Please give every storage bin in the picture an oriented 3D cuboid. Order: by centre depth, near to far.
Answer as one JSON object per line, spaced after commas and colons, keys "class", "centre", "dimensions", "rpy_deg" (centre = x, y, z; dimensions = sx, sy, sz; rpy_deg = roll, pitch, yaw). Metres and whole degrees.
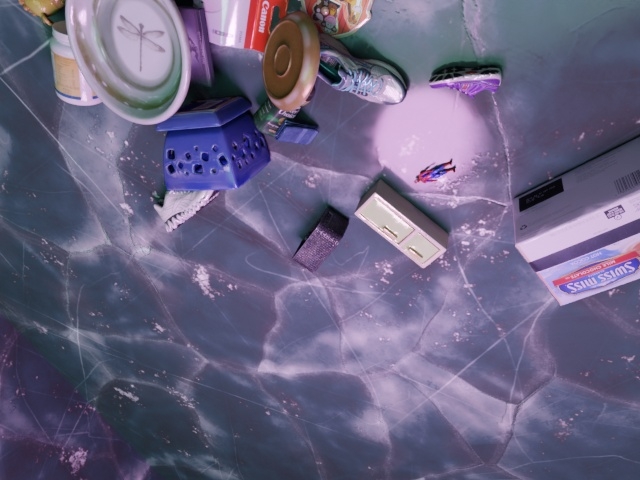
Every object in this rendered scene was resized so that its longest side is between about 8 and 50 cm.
{"class": "storage bin", "centre": [0.000, 0.000, 1.585], "dimensions": [0.084, 0.122, 0.180], "rpy_deg": [33, 129, -6]}

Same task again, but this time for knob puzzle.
{"class": "knob puzzle", "centre": [0.033, -0.573, 1.219], "dimensions": [0.213, 0.030, 0.213], "rpy_deg": [10, 127, 13]}

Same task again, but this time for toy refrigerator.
{"class": "toy refrigerator", "centre": [0.238, -0.046, 1.485], "dimensions": [0.269, 0.094, 0.102], "rpy_deg": [38, 128, -10]}

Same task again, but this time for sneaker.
{"class": "sneaker", "centre": [0.347, -0.376, 1.227], "dimensions": [0.169, 0.068, 0.071], "rpy_deg": [4, 131, 16]}
{"class": "sneaker", "centre": [0.079, -0.400, 1.262], "dimensions": [0.282, 0.122, 0.110], "rpy_deg": [23, 131, -5]}
{"class": "sneaker", "centre": [-0.442, -0.134, 1.665], "dimensions": [0.292, 0.110, 0.118], "rpy_deg": [-29, 102, 33]}

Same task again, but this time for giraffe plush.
{"class": "giraffe plush", "centre": [-0.755, -0.676, 1.358], "dimensions": [0.210, 0.182, 0.171], "rpy_deg": [-5, 145, 11]}

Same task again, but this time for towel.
{"class": "towel", "centre": [-0.066, -0.297, 1.409], "dimensions": [0.067, 0.119, 0.029], "rpy_deg": [-45, 60, 39]}

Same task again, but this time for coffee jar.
{"class": "coffee jar", "centre": [-0.098, -0.367, 1.372], "dimensions": [0.096, 0.079, 0.184], "rpy_deg": [12, 139, -36]}

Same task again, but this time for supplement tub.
{"class": "supplement tub", "centre": [-0.687, -0.505, 1.451], "dimensions": [0.144, 0.144, 0.200], "rpy_deg": [20, 128, 5]}

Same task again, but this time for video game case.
{"class": "video game case", "centre": [-0.409, -0.532, 1.370], "dimensions": [0.274, 0.026, 0.196], "rpy_deg": [18, 130, 25]}

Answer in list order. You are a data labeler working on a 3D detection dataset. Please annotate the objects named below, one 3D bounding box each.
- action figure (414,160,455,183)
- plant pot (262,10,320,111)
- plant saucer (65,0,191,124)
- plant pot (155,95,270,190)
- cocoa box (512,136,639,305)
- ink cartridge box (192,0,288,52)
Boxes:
{"class": "action figure", "centre": [0.312, -0.182, 1.404], "dimensions": [0.115, 0.030, 0.038], "rpy_deg": [-20, 121, 32]}
{"class": "plant pot", "centre": [-0.083, -0.438, 1.242], "dimensions": [0.236, 0.032, 0.237], "rpy_deg": [5, 96, 54]}
{"class": "plant saucer", "centre": [-0.466, -0.502, 1.291], "dimensions": [0.400, 0.100, 0.401], "rpy_deg": [15, 123, 24]}
{"class": "plant pot", "centre": [-0.305, -0.279, 1.432], "dimensions": [0.235, 0.236, 0.212], "rpy_deg": [0, 117, 21]}
{"class": "cocoa box", "centre": [0.685, -0.041, 1.239], "dimensions": [0.347, 0.231, 0.228], "rpy_deg": [-30, 111, 34]}
{"class": "ink cartridge box", "centre": [-0.207, -0.581, 1.285], "dimensions": [0.232, 0.066, 0.189], "rpy_deg": [23, 129, 8]}
